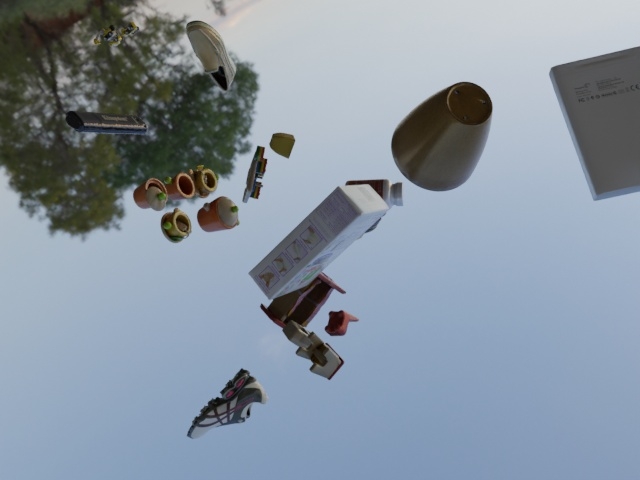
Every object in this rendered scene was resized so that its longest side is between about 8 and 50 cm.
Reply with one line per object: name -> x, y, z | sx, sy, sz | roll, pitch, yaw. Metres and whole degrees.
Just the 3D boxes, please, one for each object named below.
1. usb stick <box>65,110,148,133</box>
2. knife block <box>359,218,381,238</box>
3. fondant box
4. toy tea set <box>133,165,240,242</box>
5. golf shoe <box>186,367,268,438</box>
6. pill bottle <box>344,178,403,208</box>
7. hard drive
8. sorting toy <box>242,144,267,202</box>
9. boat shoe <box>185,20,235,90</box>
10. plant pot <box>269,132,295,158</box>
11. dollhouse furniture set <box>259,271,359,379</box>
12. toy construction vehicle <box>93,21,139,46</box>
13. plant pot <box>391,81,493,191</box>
usb stick -> -0.606, -0.336, 1.934 | 0.045, 0.077, 0.278 | -60, 161, 20
knife block -> 0.101, -0.045, 2.344 | 0.275, 0.242, 0.088 | -42, -112, -3
fondant box -> 0.000, 0.000, 1.721 | 0.330, 0.096, 0.238 | -44, 169, 20
toy tea set -> -0.339, -0.104, 1.809 | 0.124, 0.200, 0.336 | -17, -177, 31
golf shoe -> -0.271, 0.492, 1.922 | 0.273, 0.120, 0.105 | -45, -178, 16
pill bottle -> 0.205, -0.171, 2.546 | 0.216, 0.121, 0.121 | -2, -145, 12
hard drive -> 0.712, -0.282, 1.606 | 0.233, 0.047, 0.353 | -12, -111, 3
sorting toy -> -0.203, -0.190, 2.112 | 0.274, 0.046, 0.132 | 136, -35, -72
boat shoe -> -0.238, -0.401, 1.487 | 0.068, 0.190, 0.072 | -6, -115, 20
plant pot -> -0.153, -0.377, 2.629 | 0.081, 0.083, 0.081 | -110, -141, -64
dollhouse furniture set -> 0.002, 0.223, 1.907 | 0.201, 0.152, 0.374 | -51, -143, 1
toy construction vehicle -> -0.542, -0.548, 1.783 | 0.098, 0.035, 0.086 | -22, -174, 37
plant pot -> 0.323, -0.280, 1.679 | 0.237, 0.237, 0.254 | -41, 172, -20
